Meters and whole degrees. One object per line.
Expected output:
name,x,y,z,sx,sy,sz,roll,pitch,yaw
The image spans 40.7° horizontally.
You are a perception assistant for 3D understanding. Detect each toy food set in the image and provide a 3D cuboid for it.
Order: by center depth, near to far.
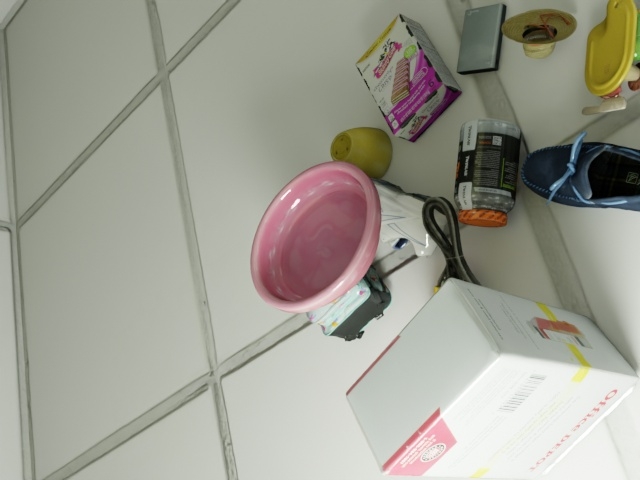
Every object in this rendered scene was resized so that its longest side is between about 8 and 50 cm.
toy food set,0.526,-0.313,1.501,0.128,0.071,0.218,164,115,-69

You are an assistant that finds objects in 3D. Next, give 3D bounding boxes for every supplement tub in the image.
supplement tub,0.315,-0.126,1.631,0.117,0.117,0.191,-1,78,47

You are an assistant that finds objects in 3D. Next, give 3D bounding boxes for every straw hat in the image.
straw hat,0.413,-0.377,1.625,0.144,0.144,0.061,45,153,43

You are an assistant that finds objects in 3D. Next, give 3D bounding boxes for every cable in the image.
cable,0.251,0.059,1.641,0.139,0.072,0.287,-3,98,43

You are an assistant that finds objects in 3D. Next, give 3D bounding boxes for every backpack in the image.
backpack,0.040,0.100,1.848,0.166,0.144,0.188,-49,39,25

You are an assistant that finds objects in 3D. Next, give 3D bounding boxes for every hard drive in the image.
hard drive,0.329,-0.410,1.759,0.094,0.022,0.135,3,82,47

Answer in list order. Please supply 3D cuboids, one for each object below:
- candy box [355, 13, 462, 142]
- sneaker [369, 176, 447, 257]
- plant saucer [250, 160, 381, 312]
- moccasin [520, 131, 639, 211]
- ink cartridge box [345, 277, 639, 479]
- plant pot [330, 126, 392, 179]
candy box,0.185,-0.352,1.861,0.159,0.071,0.233,-46,50,29
sneaker,0.141,-0.056,1.810,0.297,0.111,0.129,27,105,47
plant saucer,0.000,0.000,1.772,0.332,0.084,0.332,-24,51,33
moccasin,0.479,-0.122,1.454,0.342,0.116,0.138,7,85,47
ink cartridge box,0.279,0.238,1.380,0.279,0.384,0.160,-52,45,24
plant pot,0.079,-0.196,1.916,0.134,0.095,0.134,-14,71,44
